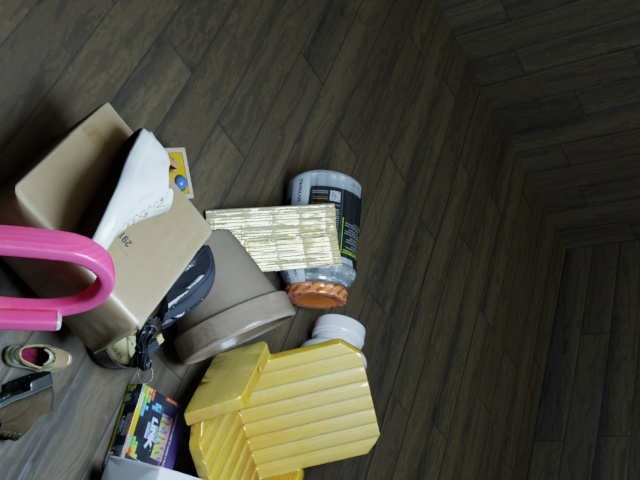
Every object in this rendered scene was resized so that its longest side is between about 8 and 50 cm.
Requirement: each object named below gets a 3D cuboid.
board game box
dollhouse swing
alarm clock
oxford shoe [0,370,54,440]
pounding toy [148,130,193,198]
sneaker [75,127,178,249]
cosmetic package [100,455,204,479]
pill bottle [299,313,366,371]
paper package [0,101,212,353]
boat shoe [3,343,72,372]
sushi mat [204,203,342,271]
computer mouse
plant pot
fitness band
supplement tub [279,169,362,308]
[{"bbox_3d":[-0.340,0.387,1.722,0.141,0.048,0.170,41,51,-42],"label":"board game box"},{"bbox_3d":[-0.059,0.414,1.829,0.315,0.305,0.346,-66,147,-63],"label":"dollhouse swing"},{"bbox_3d":[-0.379,0.200,1.696,0.192,0.064,0.129,62,38,-20],"label":"alarm clock"},{"bbox_3d":[-0.527,0.296,1.446,0.227,0.083,0.096,-20,103,-54],"label":"oxford shoe"},{"bbox_3d":[-0.332,-0.149,1.816,0.130,0.100,0.141,-12,92,-56],"label":"pounding toy"},{"bbox_3d":[-0.312,-0.063,1.481,0.123,0.106,0.290,41,44,-25],"label":"sneaker"},{"bbox_3d":[-0.320,0.603,1.566,0.217,0.156,0.384,39,58,-45],"label":"cosmetic package"},{"bbox_3d":[0.015,0.347,2.132,0.176,0.176,0.318,46,47,-40],"label":"pill bottle"},{"bbox_3d":[-0.399,-0.027,1.581,0.325,0.168,0.309,51,41,-18],"label":"paper package"},{"bbox_3d":[-0.491,0.209,1.548,0.135,0.045,0.050,12,72,-54],"label":"boat shoe"},{"bbox_3d":[-0.107,-0.004,2.019,0.317,0.019,0.151,-4,86,-17],"label":"sushi mat"},{"bbox_3d":[-0.271,0.139,1.670,0.060,0.184,0.262,30,48,3],"label":"computer mouse"},{"bbox_3d":[-0.215,0.107,1.832,0.263,0.263,0.229,-15,77,-56],"label":"plant pot"},{"bbox_3d":[-0.464,0.061,1.346,0.291,0.209,0.054,5,50,-25],"label":"fitness band"},{"bbox_3d":[0.000,0.000,2.180,0.194,0.194,0.315,30,58,-49],"label":"supplement tub"}]
